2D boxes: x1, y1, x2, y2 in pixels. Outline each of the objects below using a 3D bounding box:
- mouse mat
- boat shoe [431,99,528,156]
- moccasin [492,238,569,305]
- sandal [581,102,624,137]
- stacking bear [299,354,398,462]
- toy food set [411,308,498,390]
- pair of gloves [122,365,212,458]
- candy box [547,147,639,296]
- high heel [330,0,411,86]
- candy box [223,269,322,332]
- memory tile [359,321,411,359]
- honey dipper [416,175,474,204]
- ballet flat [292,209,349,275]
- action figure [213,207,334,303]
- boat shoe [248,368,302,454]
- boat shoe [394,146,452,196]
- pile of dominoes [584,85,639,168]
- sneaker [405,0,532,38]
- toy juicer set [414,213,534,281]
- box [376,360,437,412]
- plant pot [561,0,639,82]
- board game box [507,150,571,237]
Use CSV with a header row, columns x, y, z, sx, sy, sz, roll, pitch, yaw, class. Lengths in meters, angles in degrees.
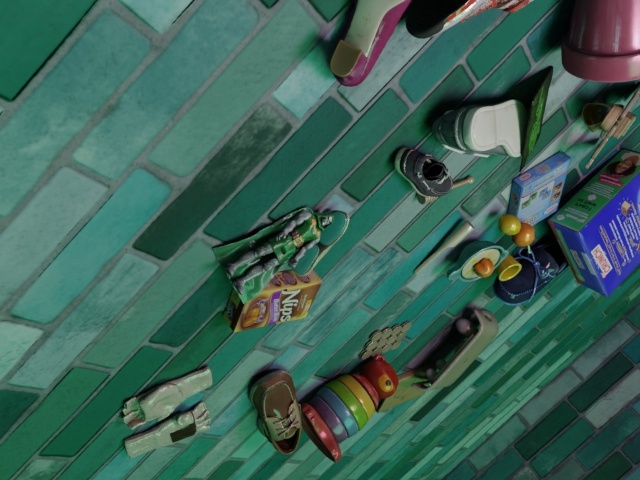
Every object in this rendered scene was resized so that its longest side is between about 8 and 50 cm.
x,y,z,sx,sy,sz,roll,pitch,yaw,class
0.459,-0.257,1.438,0.153,0.007,0.190,-52,152,-38,mouse mat
0.336,-0.227,1.378,0.319,0.099,0.116,-11,103,-52,boat shoe
0.624,0.063,1.951,0.342,0.138,0.117,-33,159,-34,moccasin
0.655,-0.299,1.586,0.088,0.079,0.240,-59,166,16,sandal
0.088,0.432,1.831,0.289,0.175,0.164,-34,-176,-19,stacking bear
0.420,0.342,2.104,0.306,0.092,0.219,-51,154,11,toy food set
-0.329,0.384,1.477,0.204,0.042,0.240,-17,140,-29,pair of gloves
0.821,-0.050,1.887,0.317,0.122,0.268,-43,122,-11,candy box
0.094,-0.346,1.028,0.244,0.082,0.117,-64,174,10,high heel
-0.096,0.119,1.384,0.186,0.053,0.109,-8,135,-40,candy box
0.180,0.275,1.863,0.148,0.012,0.113,-11,137,-37,memory tile
0.281,-0.114,1.493,0.160,0.030,0.030,-19,142,-31,honey dipper
0.000,0.000,1.350,0.168,0.057,0.052,-49,173,20,ballet flat
-0.071,0.009,1.265,0.232,0.063,0.137,-35,128,-16,action figure
-0.095,0.434,1.690,0.123,0.116,0.324,-28,145,-16,boat shoe
0.226,-0.130,1.371,0.206,0.065,0.075,23,87,-51,boat shoe
0.727,-0.274,1.633,0.251,0.040,0.196,-36,156,-55,pile of dominoes
0.267,-0.397,1.095,0.270,0.090,0.145,-46,143,5,sneaker
0.420,0.028,1.703,0.328,0.090,0.209,-1,137,-33,toy juicer set
0.280,0.472,2.180,0.201,0.021,0.164,-11,137,-34,box
0.557,-0.423,1.269,0.201,0.201,0.180,-28,129,-16,plant pot
0.559,-0.115,1.747,0.160,0.039,0.212,-30,145,-14,board game box
